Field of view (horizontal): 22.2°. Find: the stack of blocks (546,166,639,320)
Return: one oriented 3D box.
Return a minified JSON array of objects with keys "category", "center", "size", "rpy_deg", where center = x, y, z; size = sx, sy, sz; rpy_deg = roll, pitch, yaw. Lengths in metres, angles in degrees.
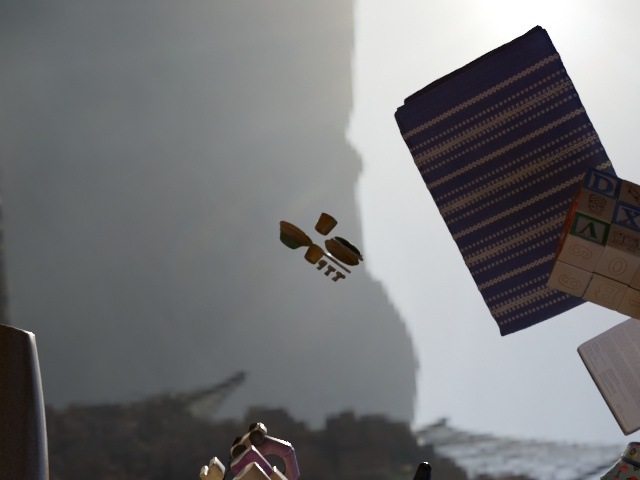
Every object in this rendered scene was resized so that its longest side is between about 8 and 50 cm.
[{"category":"stack of blocks","center":[0.415,0.047,1.848],"size":[0.171,0.297,0.087],"rpy_deg":[-65,175,-47]}]

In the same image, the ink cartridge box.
[{"category":"ink cartridge box","center":[0.478,0.174,2.329],"size":[0.145,0.179,0.045],"rpy_deg":[62,-3,17]}]

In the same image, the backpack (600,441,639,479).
[{"category":"backpack","center":[0.440,0.293,2.020],"size":[0.158,0.173,0.117],"rpy_deg":[23,-87,46]}]

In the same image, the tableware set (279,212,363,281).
[{"category":"tableware set","center":[0.000,0.000,1.922],"size":[0.024,0.104,0.154],"rpy_deg":[-55,-178,-16]}]

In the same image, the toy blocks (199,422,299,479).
[{"category":"toy blocks","center":[-0.096,0.450,2.204],"size":[0.260,0.288,0.309],"rpy_deg":[48,1,-5]}]

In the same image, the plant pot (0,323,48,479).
[{"category":"plant pot","center":[-0.348,0.200,1.515],"size":[0.237,0.237,0.254],"rpy_deg":[140,-39,-78]}]

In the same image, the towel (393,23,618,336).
[{"category":"towel","center":[0.252,-0.072,2.032],"size":[0.243,0.040,0.336],"rpy_deg":[-28,-95,34]}]

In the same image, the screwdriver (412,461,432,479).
[{"category":"screwdriver","center":[0.119,0.356,2.141],"size":[0.024,0.025,0.170],"rpy_deg":[48,-44,39]}]
